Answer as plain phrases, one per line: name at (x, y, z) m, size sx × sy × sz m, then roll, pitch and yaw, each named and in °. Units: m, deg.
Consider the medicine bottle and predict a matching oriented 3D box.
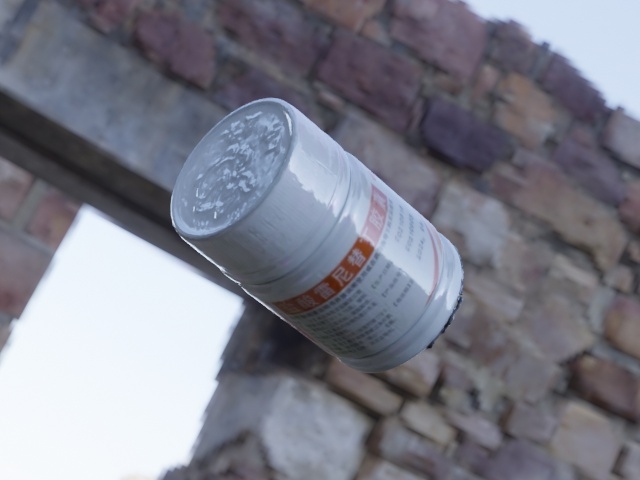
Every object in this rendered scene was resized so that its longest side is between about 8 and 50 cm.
medicine bottle at (0.000, 0.000, 0.569) m, size 0.089 × 0.057 × 0.057 m, roll 40°, pitch -19°, yaw -34°
